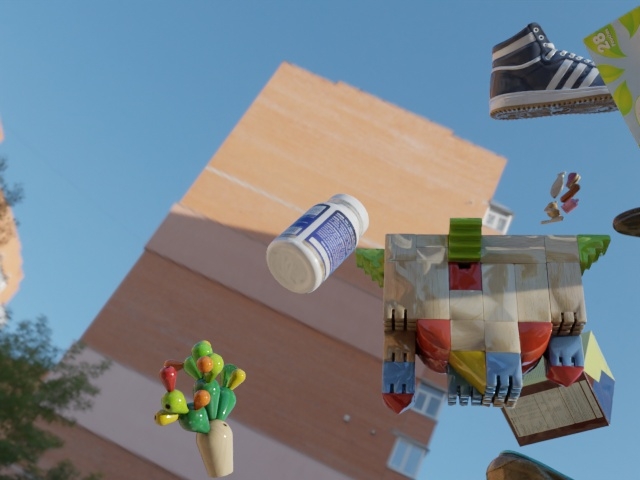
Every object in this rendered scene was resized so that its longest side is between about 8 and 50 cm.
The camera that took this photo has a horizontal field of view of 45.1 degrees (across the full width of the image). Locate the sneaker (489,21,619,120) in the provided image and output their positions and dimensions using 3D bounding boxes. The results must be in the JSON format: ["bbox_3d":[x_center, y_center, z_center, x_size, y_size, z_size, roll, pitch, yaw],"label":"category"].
[{"bbox_3d":[0.434,-0.301,1.343,0.282,0.153,0.099,-4,-9,9],"label":"sneaker"}]

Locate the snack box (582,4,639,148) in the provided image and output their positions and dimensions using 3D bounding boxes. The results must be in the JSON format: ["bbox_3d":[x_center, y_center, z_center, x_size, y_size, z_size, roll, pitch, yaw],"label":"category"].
[{"bbox_3d":[0.377,-0.145,0.722,0.174,0.070,0.207,-27,-91,35],"label":"snack box"}]

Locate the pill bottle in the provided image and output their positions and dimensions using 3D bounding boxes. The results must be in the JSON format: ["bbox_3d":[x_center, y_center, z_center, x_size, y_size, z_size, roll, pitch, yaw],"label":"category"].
[{"bbox_3d":[0.000,0.000,1.873,0.153,0.264,0.153,21,-48,26],"label":"pill bottle"}]

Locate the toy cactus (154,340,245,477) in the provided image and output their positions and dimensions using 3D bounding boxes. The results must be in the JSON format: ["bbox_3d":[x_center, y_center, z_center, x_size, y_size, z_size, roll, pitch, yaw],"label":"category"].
[{"bbox_3d":[-0.162,0.231,1.047,0.112,0.181,0.219,-11,-3,4],"label":"toy cactus"}]

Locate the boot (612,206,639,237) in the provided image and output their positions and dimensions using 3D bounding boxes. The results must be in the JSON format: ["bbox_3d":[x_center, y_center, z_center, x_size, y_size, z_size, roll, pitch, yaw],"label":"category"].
[{"bbox_3d":[0.675,-0.010,1.483,0.219,0.106,0.082,1,-52,27],"label":"boot"}]

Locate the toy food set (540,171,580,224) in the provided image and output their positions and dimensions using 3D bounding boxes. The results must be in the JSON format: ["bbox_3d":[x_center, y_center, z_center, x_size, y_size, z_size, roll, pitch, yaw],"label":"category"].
[{"bbox_3d":[0.459,-0.080,1.445,0.019,0.122,0.078,35,-21,-20],"label":"toy food set"}]

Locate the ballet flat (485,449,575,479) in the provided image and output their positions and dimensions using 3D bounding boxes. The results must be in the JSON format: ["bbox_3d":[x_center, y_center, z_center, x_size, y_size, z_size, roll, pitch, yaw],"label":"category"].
[{"bbox_3d":[0.421,0.437,1.201,0.342,0.124,0.116,15,-39,18],"label":"ballet flat"}]

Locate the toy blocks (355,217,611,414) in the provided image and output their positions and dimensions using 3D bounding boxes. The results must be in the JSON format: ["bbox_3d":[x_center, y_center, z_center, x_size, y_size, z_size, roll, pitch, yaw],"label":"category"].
[{"bbox_3d":[0.237,0.126,1.138,0.381,0.261,0.191,0,-31,7],"label":"toy blocks"}]

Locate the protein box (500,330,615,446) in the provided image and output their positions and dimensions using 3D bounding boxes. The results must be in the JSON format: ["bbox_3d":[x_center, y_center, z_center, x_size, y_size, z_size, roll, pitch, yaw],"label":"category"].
[{"bbox_3d":[0.513,0.322,1.680,0.201,0.200,0.136,-23,-82,29],"label":"protein box"}]
